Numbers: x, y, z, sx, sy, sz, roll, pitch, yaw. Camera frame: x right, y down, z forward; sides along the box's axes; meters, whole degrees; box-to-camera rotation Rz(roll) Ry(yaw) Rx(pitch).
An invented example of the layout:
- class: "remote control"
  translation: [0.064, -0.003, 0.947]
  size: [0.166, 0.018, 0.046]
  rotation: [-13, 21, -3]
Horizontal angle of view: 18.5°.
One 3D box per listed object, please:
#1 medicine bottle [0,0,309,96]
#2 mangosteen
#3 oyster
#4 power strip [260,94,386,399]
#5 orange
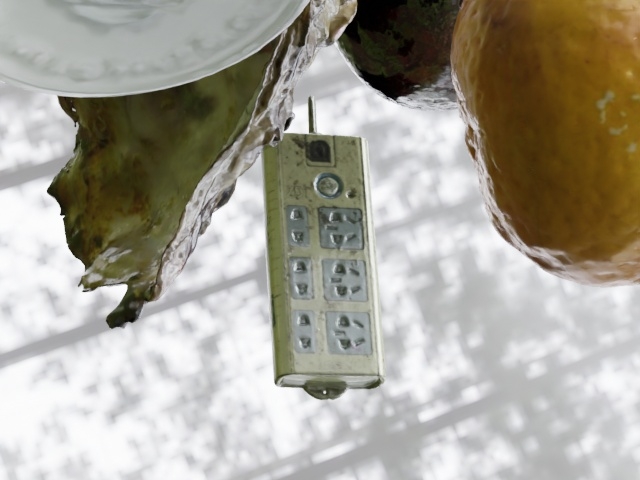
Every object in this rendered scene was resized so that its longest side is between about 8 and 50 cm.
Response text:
- class: "medicine bottle"
  translation: [-0.120, -0.244, 0.945]
  size: [0.190, 0.190, 0.332]
  rotation: [101, -23, -56]
- class: "mangosteen"
  translation: [0.100, -0.213, 1.554]
  size: [0.216, 0.216, 0.216]
  rotation: [54, -25, 40]
- class: "oyster"
  translation: [-0.082, -0.113, 1.363]
  size: [0.361, 0.096, 0.221]
  rotation: [-58, -134, 23]
- class: "power strip"
  translation: [0.000, 0.000, 1.617]
  size: [0.034, 0.092, 0.268]
  rotation: [121, -31, -62]
- class: "orange"
  translation: [0.139, -0.067, 0.928]
  size: [0.177, 0.155, 0.178]
  rotation: [-1, 90, -90]
